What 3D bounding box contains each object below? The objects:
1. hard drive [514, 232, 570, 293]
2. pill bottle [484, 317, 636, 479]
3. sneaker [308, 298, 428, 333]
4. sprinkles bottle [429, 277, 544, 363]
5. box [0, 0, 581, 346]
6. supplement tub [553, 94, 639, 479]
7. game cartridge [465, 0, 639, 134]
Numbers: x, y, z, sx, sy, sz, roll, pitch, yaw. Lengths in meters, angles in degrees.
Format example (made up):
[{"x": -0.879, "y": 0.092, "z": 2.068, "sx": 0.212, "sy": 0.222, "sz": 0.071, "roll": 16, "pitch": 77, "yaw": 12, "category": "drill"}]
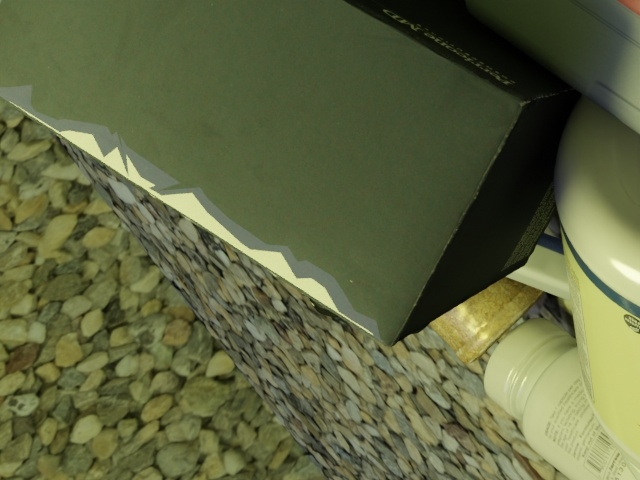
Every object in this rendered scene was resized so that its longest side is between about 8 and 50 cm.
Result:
[{"x": 0.153, "y": 0.004, "z": 1.507, "sx": 0.318, "sy": 0.040, "sz": 0.210, "roll": 20, "pitch": 179, "yaw": -27, "category": "hard drive"}, {"x": 0.275, "y": 0.176, "z": 1.701, "sx": 0.229, "sy": 0.131, "sz": 0.131, "roll": 38, "pitch": 159, "yaw": 39, "category": "pill bottle"}, {"x": 0.000, "y": 0.001, "z": 1.697, "sx": 0.293, "sy": 0.102, "sz": 0.146, "roll": 30, "pitch": 127, "yaw": 16, "category": "sneaker"}, {"x": 0.070, "y": -0.036, "z": 1.778, "sx": 0.355, "sy": 0.121, "sz": 0.121, "roll": 46, "pitch": 164, "yaw": 4, "category": "sprinkles bottle"}, {"x": -0.004, "y": -0.115, "z": 1.181, "sx": 0.343, "sy": 0.179, "sz": 0.312, "roll": 32, "pitch": -162, "yaw": 15, "category": "box"}, {"x": 0.288, "y": 0.035, "z": 1.167, "sx": 0.235, "sy": 0.235, "sz": 0.325, "roll": 40, "pitch": 161, "yaw": 35, "category": "supplement tub"}, {"x": 0.179, "y": -0.224, "z": 1.003, "sx": 0.196, "sy": 0.060, "sz": 0.294, "roll": 44, "pitch": 135, "yaw": 36, "category": "game cartridge"}]
